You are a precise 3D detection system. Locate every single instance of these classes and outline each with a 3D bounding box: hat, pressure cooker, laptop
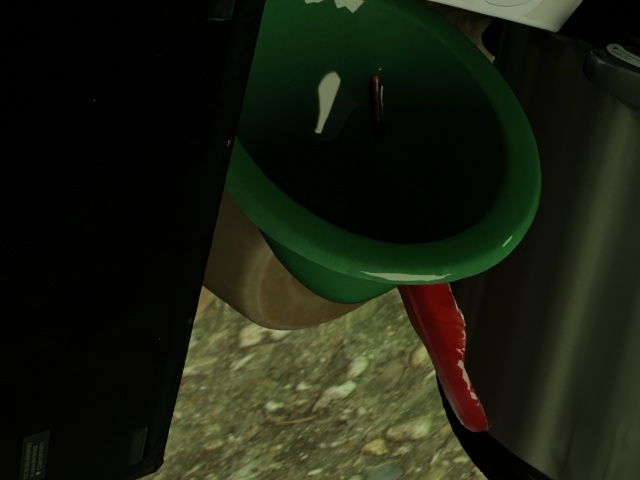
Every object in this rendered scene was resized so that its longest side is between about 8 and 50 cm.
[{"bbox_3d":[0.000,0.000,0.857,0.173,0.208,0.183,-22,158,-33],"label":"hat"},{"bbox_3d":[0.267,-0.053,0.971,0.376,0.370,0.420,7,113,-9],"label":"pressure cooker"},{"bbox_3d":[-0.272,-0.036,0.726,0.408,0.236,0.382,-15,145,-26],"label":"laptop"}]

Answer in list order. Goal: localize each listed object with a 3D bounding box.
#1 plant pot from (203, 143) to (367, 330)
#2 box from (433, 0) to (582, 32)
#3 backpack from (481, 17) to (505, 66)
[{"bbox_3d":[-0.039,-0.076,0.989,0.263,0.229,0.263,-29,151,-18],"label":"plant pot"},{"bbox_3d":[0.007,-0.234,0.776,0.231,0.262,0.126,1,133,-51],"label":"box"},{"bbox_3d":[0.299,-0.177,1.271,0.276,0.213,0.263,-52,159,18],"label":"backpack"}]
